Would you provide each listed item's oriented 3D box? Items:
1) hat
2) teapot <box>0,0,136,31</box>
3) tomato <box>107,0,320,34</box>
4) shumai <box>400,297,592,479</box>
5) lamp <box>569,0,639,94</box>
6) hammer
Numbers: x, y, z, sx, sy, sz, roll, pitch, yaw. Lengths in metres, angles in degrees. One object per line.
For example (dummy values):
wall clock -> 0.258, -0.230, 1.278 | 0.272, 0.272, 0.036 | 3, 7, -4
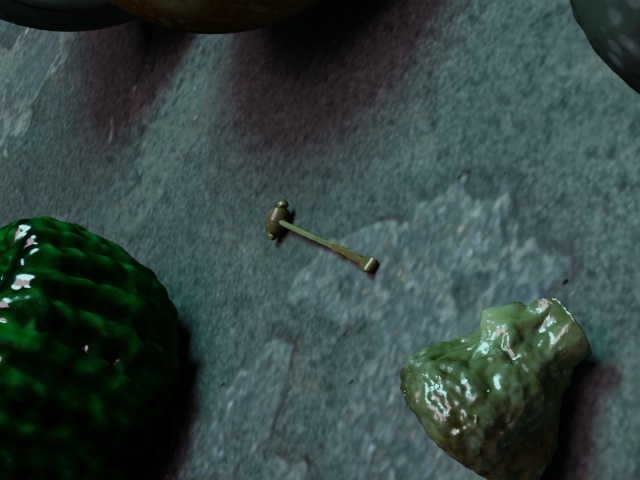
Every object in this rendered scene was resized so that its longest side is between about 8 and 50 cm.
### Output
hat -> -0.283, 0.085, 0.857 | 0.274, 0.332, 0.242 | -60, 36, 6
teapot -> -0.209, -0.387, 1.117 | 0.376, 0.306, 0.362 | -32, 31, 0
tomato -> -0.059, -0.264, 0.861 | 0.270, 0.223, 0.270 | -27, 36, 21
shumai -> 0.090, 0.064, 0.589 | 0.080, 0.082, 0.083 | -52, 60, 19
lamp -> 0.222, -0.165, 0.442 | 0.314, 0.182, 0.182 | -42, 41, 31
hammer -> 0.000, 0.000, 0.804 | 0.123, 0.014, 0.029 | 25, 100, 54
